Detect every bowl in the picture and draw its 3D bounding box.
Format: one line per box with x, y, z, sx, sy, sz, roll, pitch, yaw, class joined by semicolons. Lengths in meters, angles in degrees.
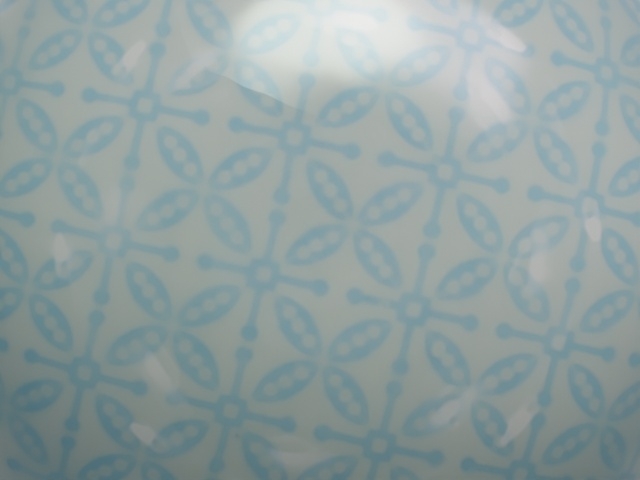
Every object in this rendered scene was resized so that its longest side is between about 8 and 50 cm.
0.000;0.000;0.576;0.289;0.289;0.156;33;-179;1;bowl

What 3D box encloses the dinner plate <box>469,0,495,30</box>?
0.007;-0.067;0.663;0.141;0.017;0.141;18;138;17;dinner plate
